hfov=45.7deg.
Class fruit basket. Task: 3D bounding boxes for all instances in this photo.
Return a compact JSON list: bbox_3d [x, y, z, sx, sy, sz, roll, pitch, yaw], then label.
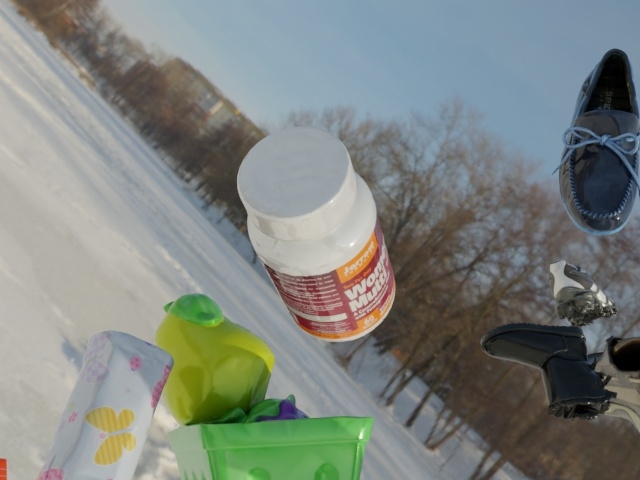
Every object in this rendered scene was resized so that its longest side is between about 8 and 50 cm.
[{"bbox_3d":[-0.108,0.261,1.145,0.282,0.392,0.392,2,12,-18],"label":"fruit basket"}]

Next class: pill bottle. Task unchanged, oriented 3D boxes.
[{"bbox_3d":[0.000,0.000,0.732,0.121,0.121,0.221,44,-14,32],"label":"pill bottle"}]

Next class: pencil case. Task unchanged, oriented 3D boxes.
[{"bbox_3d":[-0.276,0.247,0.934,0.113,0.273,0.124,30,-36,-23],"label":"pencil case"}]

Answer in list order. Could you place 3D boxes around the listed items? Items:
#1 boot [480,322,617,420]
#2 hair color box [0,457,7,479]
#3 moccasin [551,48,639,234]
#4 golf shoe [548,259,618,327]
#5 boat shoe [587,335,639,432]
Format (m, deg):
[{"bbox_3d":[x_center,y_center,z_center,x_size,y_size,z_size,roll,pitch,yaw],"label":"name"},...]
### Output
[{"bbox_3d":[0.233,0.136,0.779,0.045,0.121,0.099,94,-6,-45],"label":"boot"},{"bbox_3d":[-0.356,0.307,0.740,0.053,0.093,0.167,31,37,-53],"label":"hair color box"},{"bbox_3d":[0.445,-0.171,1.223,0.137,0.342,0.117,3,-35,13],"label":"moccasin"},{"bbox_3d":[0.400,0.079,1.167,0.198,0.077,0.094,28,42,-59],"label":"golf shoe"},{"bbox_3d":[0.492,0.202,1.145,0.355,0.132,0.130,-141,-138,-85],"label":"boat shoe"}]
